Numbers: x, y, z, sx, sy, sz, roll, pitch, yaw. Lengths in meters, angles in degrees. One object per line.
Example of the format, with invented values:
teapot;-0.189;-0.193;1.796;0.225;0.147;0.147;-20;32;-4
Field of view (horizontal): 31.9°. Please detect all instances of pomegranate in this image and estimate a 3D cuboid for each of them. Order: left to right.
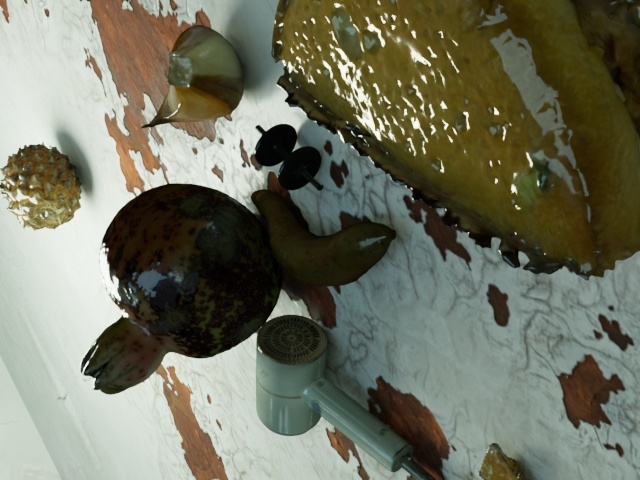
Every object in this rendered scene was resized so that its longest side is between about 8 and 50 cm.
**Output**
pomegranate;-0.225;0.083;1.646;0.285;0.341;0.285;36;166;10

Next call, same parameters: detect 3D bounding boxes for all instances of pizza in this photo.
pizza;0.230;0.277;1.375;0.083;0.025;0.078;16;129;45

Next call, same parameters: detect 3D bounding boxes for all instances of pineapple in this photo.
pineapple;-0.568;-0.121;2.256;0.166;0.166;0.193;109;148;-50

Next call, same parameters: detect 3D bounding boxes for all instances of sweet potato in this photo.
sweet potato;-0.003;0.006;1.521;0.346;0.079;0.108;19;98;54

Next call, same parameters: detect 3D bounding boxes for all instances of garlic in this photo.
garlic;-0.166;-0.223;1.588;0.115;0.128;0.207;24;156;-9

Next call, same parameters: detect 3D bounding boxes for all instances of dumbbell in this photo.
dumbbell;-0.044;-0.112;1.503;0.147;0.069;0.069;45;144;33

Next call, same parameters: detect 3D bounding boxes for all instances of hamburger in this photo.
hamburger;0.158;-0.195;0.915;0.445;0.268;0.287;43;145;43

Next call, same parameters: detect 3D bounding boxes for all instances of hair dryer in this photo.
hair dryer;0.041;0.268;1.620;0.357;0.107;0.173;36;141;33
